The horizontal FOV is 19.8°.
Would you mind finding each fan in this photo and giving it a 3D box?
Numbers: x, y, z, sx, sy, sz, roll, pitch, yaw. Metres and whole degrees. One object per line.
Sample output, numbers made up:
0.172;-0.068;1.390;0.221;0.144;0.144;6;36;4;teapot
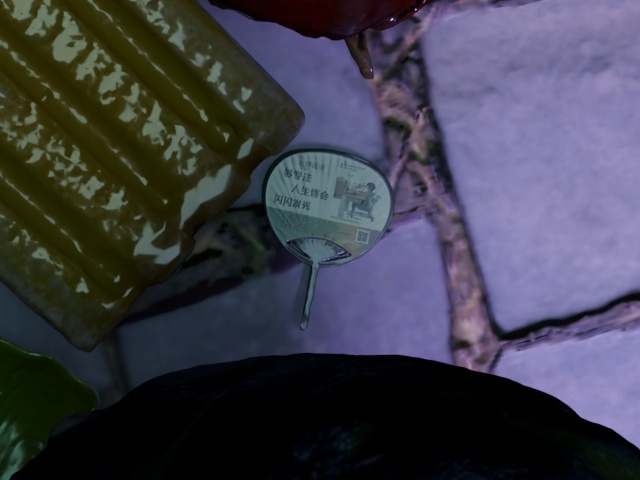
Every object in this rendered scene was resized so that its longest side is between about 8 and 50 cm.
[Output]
0.008;-0.005;0.835;0.060;0.003;0.080;-17;93;-9;fan

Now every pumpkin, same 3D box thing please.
0.007;0.218;0.663;0.266;0.363;0.363;13;87;-52;pumpkin

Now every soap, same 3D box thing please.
-0.136;-0.081;0.754;0.232;0.073;0.140;44;82;-18;soap

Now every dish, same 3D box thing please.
-0.152;0.108;0.788;0.091;0.039;0.137;17;88;-15;dish

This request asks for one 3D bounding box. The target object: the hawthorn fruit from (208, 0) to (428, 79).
-0.005;-0.149;0.768;0.148;0.148;0.172;-19;113;-10;hawthorn fruit
